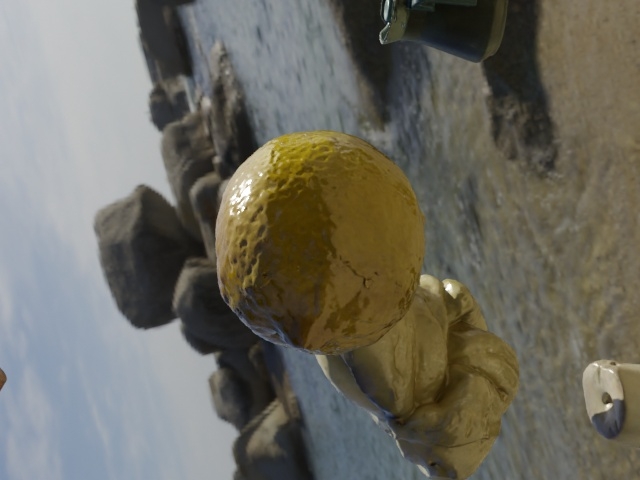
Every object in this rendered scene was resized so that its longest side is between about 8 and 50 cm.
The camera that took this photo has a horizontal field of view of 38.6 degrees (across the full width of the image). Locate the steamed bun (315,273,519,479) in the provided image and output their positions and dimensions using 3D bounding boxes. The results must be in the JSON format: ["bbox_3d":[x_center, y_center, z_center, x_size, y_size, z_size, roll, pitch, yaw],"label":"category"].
[{"bbox_3d":[0.141,0.167,1.298,0.372,0.230,0.325,50,-176,-12],"label":"steamed bun"}]

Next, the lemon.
[{"bbox_3d":[0.000,0.000,0.825,0.192,0.192,0.231,83,-170,-45],"label":"lemon"}]

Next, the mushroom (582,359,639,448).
[{"bbox_3d":[0.588,0.282,1.310,0.353,0.353,0.325,118,134,-79],"label":"mushroom"}]

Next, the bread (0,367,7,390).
[{"bbox_3d":[-0.577,0.198,1.221,0.123,0.244,0.190,98,-168,-58],"label":"bread"}]

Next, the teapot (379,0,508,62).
[{"bbox_3d":[0.236,-0.438,1.756,0.203,0.225,0.171,175,98,-83],"label":"teapot"}]
